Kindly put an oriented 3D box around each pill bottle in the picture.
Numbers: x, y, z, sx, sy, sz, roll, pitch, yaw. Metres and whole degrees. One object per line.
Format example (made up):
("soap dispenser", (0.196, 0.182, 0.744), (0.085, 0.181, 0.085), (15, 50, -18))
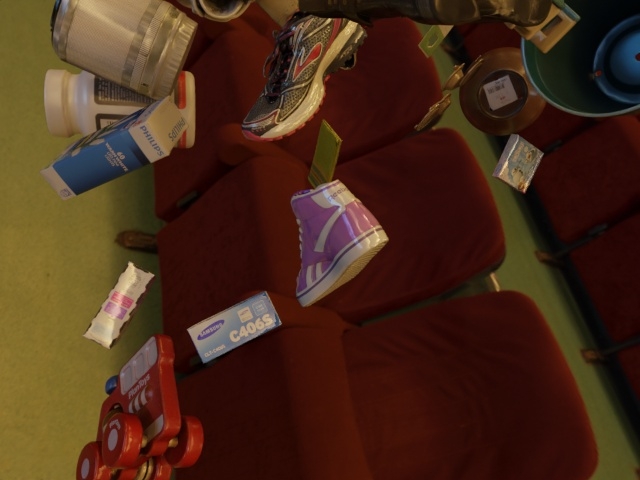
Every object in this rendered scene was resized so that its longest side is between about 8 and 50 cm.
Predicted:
("pill bottle", (-0.525, -0.359, 1.420), (0.362, 0.210, 0.210), (0, 57, -16))

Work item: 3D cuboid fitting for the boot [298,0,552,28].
("boot", (0.133, -0.311, 0.655), (0.263, 0.229, 0.091), (-17, 117, -32))

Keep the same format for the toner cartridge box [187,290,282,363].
("toner cartridge box", (-0.180, 0.181, 1.148), (0.165, 0.348, 0.075), (-27, 87, -10))

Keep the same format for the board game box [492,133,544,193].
("board game box", (0.393, -0.151, 1.049), (0.090, 0.090, 0.020), (22, 4, -31))

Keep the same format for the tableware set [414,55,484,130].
("tableware set", (0.240, -0.277, 0.994), (0.020, 0.169, 0.141), (44, 38, 8))

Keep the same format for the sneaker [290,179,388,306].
("sneaker", (0.001, -0.001, 0.887), (0.102, 0.282, 0.161), (-29, 76, -34))

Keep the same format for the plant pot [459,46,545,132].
("plant pot", (0.424, -0.344, 1.234), (0.215, 0.215, 0.230), (53, 25, -1))

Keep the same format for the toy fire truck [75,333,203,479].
("toy fire truck", (-0.385, 0.371, 1.104), (0.169, 0.302, 0.254), (19, 39, -40))

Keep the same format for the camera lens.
("camera lens", (-0.446, -0.467, 1.205), (0.274, 0.219, 0.219), (22, 45, -18))

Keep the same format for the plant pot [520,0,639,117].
("plant pot", (0.528, -0.338, 0.906), (0.255, 0.271, 0.272), (-6, 66, -48))

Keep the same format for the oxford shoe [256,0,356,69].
("oxford shoe", (-0.028, -0.484, 1.111), (0.397, 0.140, 0.147), (6, 63, -54))

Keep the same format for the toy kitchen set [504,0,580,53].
("toy kitchen set", (0.290, -0.398, 0.767), (0.166, 0.122, 0.207), (0, 51, -47))

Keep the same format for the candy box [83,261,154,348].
("candy box", (-0.481, 0.157, 1.285), (0.070, 0.165, 0.196), (30, 76, -11))

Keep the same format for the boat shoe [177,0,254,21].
("boat shoe", (-0.117, -0.285, 0.577), (0.095, 0.258, 0.084), (1, 96, -26))

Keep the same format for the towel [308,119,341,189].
("towel", (0.008, -0.241, 1.604), (0.021, 0.237, 0.102), (-21, 58, -28))

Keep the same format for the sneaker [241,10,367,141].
("sneaker", (-0.045, -0.292, 0.874), (0.112, 0.121, 0.299), (41, 76, -43))

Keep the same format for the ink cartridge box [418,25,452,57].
("ink cartridge box", (0.281, -0.515, 1.130), (0.056, 0.235, 0.171), (44, 20, 7))

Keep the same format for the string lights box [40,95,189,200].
("string lights box", (-0.401, -0.180, 1.041), (0.077, 0.259, 0.133), (60, 21, -29))
